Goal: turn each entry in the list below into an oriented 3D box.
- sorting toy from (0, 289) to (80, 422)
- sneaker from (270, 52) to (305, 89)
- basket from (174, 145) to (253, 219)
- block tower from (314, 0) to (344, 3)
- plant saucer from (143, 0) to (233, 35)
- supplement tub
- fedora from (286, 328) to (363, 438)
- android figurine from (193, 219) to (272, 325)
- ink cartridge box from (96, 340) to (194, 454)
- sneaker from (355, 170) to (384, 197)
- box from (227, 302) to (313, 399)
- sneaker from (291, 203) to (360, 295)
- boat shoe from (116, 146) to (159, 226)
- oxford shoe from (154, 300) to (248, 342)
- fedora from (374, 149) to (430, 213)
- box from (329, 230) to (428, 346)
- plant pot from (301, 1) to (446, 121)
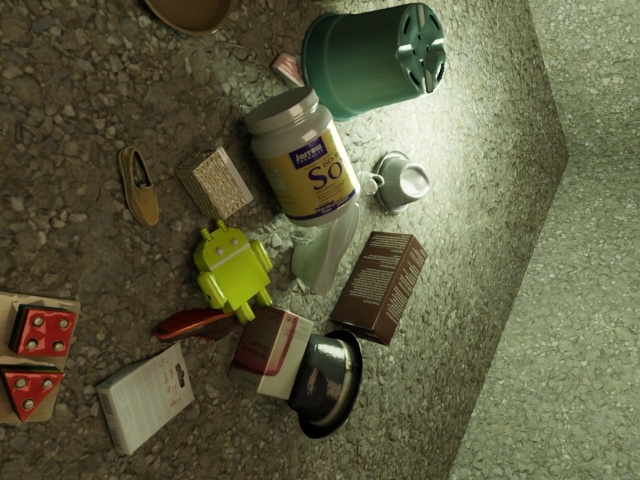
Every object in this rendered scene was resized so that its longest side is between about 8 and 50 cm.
[{"bbox_3d":[-0.613,0.230,0.908,0.257,0.089,0.255,18,82,-46],"label":"sorting toy"},{"bbox_3d":[-0.080,-0.495,1.395,0.134,0.051,0.070,34,76,-38],"label":"sneaker"},{"bbox_3d":[-0.270,-0.142,1.200,0.103,0.113,0.167,-48,126,-28],"label":"basket"},{"bbox_3d":[-0.032,-0.762,1.385,0.335,0.091,0.097,-20,110,-42],"label":"block tower"},{"bbox_3d":[-0.329,-0.632,1.132,0.278,0.041,0.278,-6,98,-45],"label":"plant saucer"},{"bbox_3d":[-0.047,-0.230,1.326,0.241,0.241,0.331,-47,126,-31],"label":"supplement tub"},{"bbox_3d":[-0.021,0.401,1.413,0.152,0.334,0.334,31,72,-25],"label":"fedora"},{"bbox_3d":[-0.227,0.077,1.253,0.248,0.056,0.273,-35,102,-53],"label":"android figurine"},{"bbox_3d":[-0.422,0.376,1.167,0.224,0.056,0.181,-36,121,-59],"label":"ink cartridge box"},{"bbox_3d":[0.128,-0.180,1.602,0.232,0.115,0.090,-36,119,-37],"label":"sneaker"},{"bbox_3d":[-0.143,0.313,1.361,0.127,0.148,0.232,31,72,-42],"label":"box"},{"bbox_3d":[0.000,0.000,1.449,0.108,0.169,0.293,19,98,-43],"label":"sneaker"},{"bbox_3d":[-0.410,-0.118,1.087,0.068,0.072,0.190,-34,118,-39],"label":"boat shoe"},{"bbox_3d":[-0.297,0.227,1.233,0.271,0.097,0.098,-14,110,-44],"label":"oxford shoe"},{"bbox_3d":[0.326,-0.221,1.795,0.275,0.124,0.244,15,85,-46],"label":"fedora"},{"bbox_3d":[0.212,0.159,1.677,0.143,0.191,0.381,48,62,-38],"label":"box"},{"bbox_3d":[0.175,-0.551,1.450,0.341,0.334,0.341,-7,100,-44],"label":"plant pot"}]
